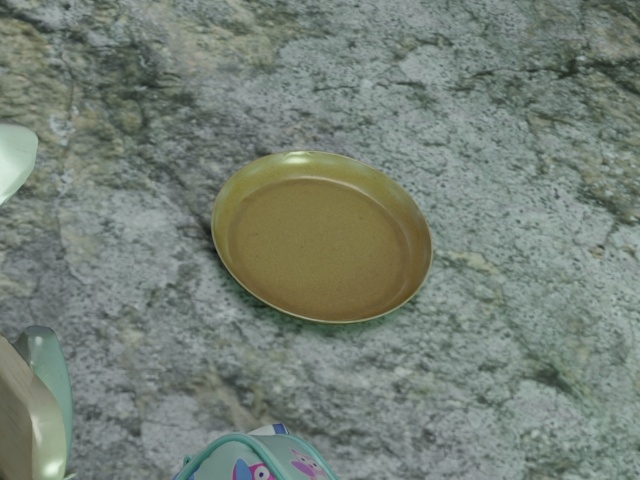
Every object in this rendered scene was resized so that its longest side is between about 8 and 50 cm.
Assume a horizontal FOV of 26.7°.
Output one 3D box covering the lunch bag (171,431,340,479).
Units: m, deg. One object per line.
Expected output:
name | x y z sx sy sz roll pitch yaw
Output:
lunch bag | -0.065 0.285 1.008 0.224 0.279 0.108 50 17 30

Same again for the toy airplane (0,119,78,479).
toy airplane | -0.315 0.080 1.076 0.272 0.384 0.386 27 45 -39

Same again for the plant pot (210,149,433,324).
plant pot | 0.000 0.000 1.421 0.236 0.032 0.236 7 49 -8

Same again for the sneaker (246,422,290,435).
sneaker | 0.047 0.299 1.127 0.182 0.127 0.315 -14 61 -28
